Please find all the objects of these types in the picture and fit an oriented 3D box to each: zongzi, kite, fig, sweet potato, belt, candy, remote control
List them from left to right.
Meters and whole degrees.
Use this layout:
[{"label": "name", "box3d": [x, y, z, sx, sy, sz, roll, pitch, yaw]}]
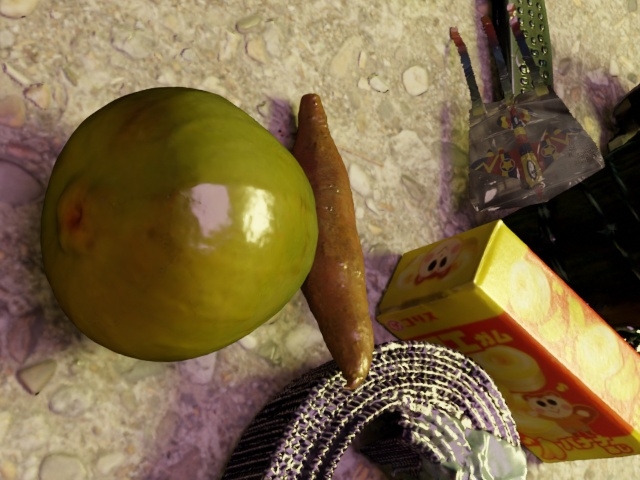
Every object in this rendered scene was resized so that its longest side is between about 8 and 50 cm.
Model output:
[{"label": "fig", "box3d": [-0.102, -0.017, 0.779, 0.230, 0.207, 0.207, -32, 98, -59]}, {"label": "sweet potato", "box3d": [0.000, 0.000, 0.897, 0.066, 0.072, 0.314, 69, 12, -52]}, {"label": "belt", "box3d": [0.048, 0.235, 0.869, 0.260, 0.122, 0.325, 46, 53, -9]}, {"label": "kite", "box3d": [0.203, -0.144, 1.077, 0.015, 0.141, 0.245, 48, 27, -61]}, {"label": "remote control", "box3d": [0.233, -0.229, 1.173, 0.072, 0.042, 0.222, 6, 75, -35]}, {"label": "candy", "box3d": [0.203, 0.109, 0.998, 0.276, 0.146, 0.088, 40, 57, -20]}, {"label": "zongzi", "box3d": [0.394, -0.059, 1.081, 0.319, 0.383, 0.362, 37, 43, -32]}]

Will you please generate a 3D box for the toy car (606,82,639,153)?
[{"label": "toy car", "box3d": [0.480, -0.117, 1.259, 0.235, 0.172, 0.158, 56, 37, -7]}]
